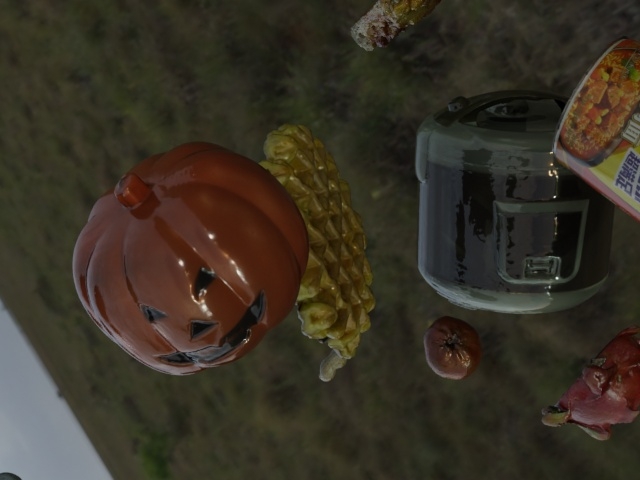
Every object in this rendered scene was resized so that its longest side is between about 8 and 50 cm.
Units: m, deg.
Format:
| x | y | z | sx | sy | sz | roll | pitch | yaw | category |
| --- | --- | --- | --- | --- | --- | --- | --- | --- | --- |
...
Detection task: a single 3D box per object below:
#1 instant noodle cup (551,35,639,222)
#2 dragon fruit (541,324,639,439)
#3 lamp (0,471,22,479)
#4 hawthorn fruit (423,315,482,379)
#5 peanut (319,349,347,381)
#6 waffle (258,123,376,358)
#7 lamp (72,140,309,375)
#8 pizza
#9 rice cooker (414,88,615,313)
| x | y | z | sx | sy | sz | roll | pitch | yaw | category |
| --- | --- | --- | --- | --- | --- | --- | --- | --- | --- |
| 0.377 | -0.120 | 1.257 | 0.174 | 0.213 | 0.213 | 34 | 156 | 24 | instant noodle cup |
| 0.281 | 0.141 | 1.068 | 0.068 | 0.126 | 0.112 | 43 | 122 | 16 | dragon fruit |
| -0.414 | 0.503 | 1.693 | 0.301 | 0.247 | 0.247 | 12 | 157 | 14 | lamp |
| 0.252 | 0.205 | 2.121 | 0.128 | 0.128 | 0.128 | 52 | 164 | 23 | hawthorn fruit |
| 0.024 | 0.218 | 2.005 | 0.037 | 0.083 | 0.037 | 32 | -161 | -12 | peanut |
| -0.002 | -0.011 | 1.449 | 0.329 | 0.062 | 0.329 | -15 | -90 | -71 | waffle |
| -0.108 | 0.007 | 0.890 | 0.164 | 0.187 | 0.187 | 53 | 171 | -34 | lamp |
| 0.155 | -0.410 | 1.871 | 0.081 | 0.289 | 0.229 | 48 | -156 | -4 | pizza |
| 0.313 | -0.075 | 1.759 | 0.335 | 0.335 | 0.325 | 33 | 126 | 59 | rice cooker |
